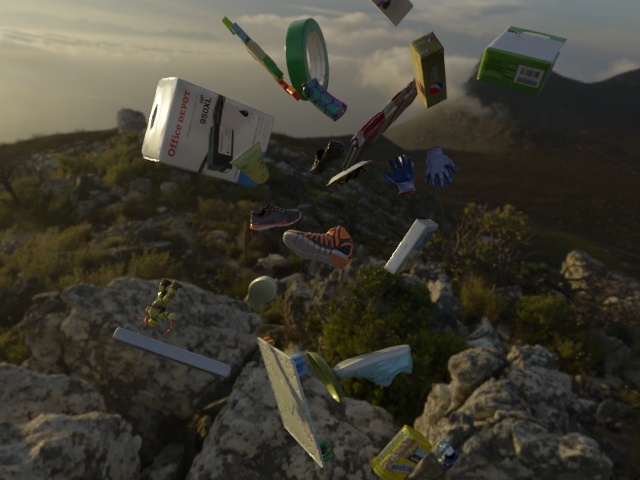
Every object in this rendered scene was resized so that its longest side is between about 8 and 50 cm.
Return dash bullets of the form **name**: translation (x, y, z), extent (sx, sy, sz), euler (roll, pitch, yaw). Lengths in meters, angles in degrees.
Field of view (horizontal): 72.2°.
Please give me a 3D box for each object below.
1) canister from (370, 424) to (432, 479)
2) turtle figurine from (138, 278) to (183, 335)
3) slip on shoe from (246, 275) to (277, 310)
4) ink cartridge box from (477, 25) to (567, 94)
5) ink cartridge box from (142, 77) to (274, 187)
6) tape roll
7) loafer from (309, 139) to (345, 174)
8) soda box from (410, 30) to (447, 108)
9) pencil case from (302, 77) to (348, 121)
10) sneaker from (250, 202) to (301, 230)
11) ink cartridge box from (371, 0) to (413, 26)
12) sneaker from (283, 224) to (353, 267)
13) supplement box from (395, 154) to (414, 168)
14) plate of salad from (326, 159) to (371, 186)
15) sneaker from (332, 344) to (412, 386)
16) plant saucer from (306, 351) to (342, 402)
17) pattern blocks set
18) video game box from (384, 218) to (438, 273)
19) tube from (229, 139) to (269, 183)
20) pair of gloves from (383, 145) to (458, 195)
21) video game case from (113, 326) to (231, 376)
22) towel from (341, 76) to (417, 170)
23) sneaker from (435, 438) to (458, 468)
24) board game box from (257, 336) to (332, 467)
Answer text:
- **canister**: translation (0.262, 0.691, 1.417), extent (0.126, 0.170, 0.073), euler (37, 5, -24)
- **turtle figurine**: translation (-0.670, 0.268, 1.821), extent (0.270, 0.217, 0.087), euler (0, -27, 45)
- **slip on shoe**: translation (-0.263, 0.230, 2.030), extent (0.123, 0.331, 0.101), euler (38, 60, 2)
- **ink cartridge box**: translation (0.623, -0.559, 1.345), extent (0.189, 0.097, 0.255), euler (26, 48, 22)
- **ink cartridge box**: translation (-0.397, -0.377, 1.588), extent (0.395, 0.285, 0.166), euler (11, 7, -42)
- **tape roll**: translation (-0.050, -0.761, 1.860), extent (0.077, 0.321, 0.321), euler (0, 22, 19)
- **loafer**: translation (0.013, -0.335, 1.759), extent (0.078, 0.223, 0.076), euler (29, 59, -19)
- **soda box**: translation (0.264, -0.407, 1.063), extent (0.058, 0.181, 0.061), euler (-26, 63, 8)
- **pencil case**: translation (0.013, -0.445, 1.384), extent (0.152, 0.070, 0.064), euler (43, 39, 9)
- **sneaker**: translation (-0.122, -0.073, 1.216), extent (0.158, 0.064, 0.061), euler (-18, 22, -34)
- **ink cartridge box**: translation (0.120, -0.575, 0.982), extent (0.181, 0.061, 0.104), euler (15, 38, -50)
- **sneaker**: translation (0.000, 0.000, 2.007), extent (0.321, 0.124, 0.180), euler (23, 48, 4)
- **supplement box**: translation (0.304, -0.260, 1.595), extent (0.055, 0.083, 0.043), euler (24, -21, -31)
- **plate of salad**: translation (0.113, -0.251, 1.692), extent (0.200, 0.048, 0.200), euler (-29, 3, 2)
- **sneaker**: translation (0.232, 0.541, 1.820), extent (0.366, 0.150, 0.135), euler (-9, -11, -20)
- **plant saucer**: translation (0.023, 0.559, 1.829), extent (0.037, 0.240, 0.241), euler (-31, 37, -17)
- **pattern blocks set**: translation (-0.158, -0.502, 1.216), extent (0.285, 0.026, 0.325), euler (42, 9, -22)
- **video game box**: translation (0.326, 0.019, 1.556), extent (0.048, 0.205, 0.187), euler (38, 19, 23)
- **tube**: translation (-0.186, -0.207, 1.197), extent (0.062, 0.070, 0.240), euler (10, -5, 2)
- **pair of gloves**: translation (0.277, -0.194, 1.237), extent (0.198, 0.023, 0.159), euler (-14, 50, 12)
- **video game case**: translation (-0.446, 0.348, 1.341), extent (0.329, 0.036, 0.300), euler (23, -22, -10)
- **towel**: translation (0.187, -0.358, 1.307), extent (0.037, 0.329, 0.237), euler (43, -8, 2)
- **sneaker**: translation (0.424, 0.723, 1.459), extent (0.053, 0.144, 0.059), euler (-38, 36, -22)
- **board game box**: translation (-0.102, 0.561, 1.601), extent (0.050, 0.389, 0.390), euler (-19, 7, -24)
